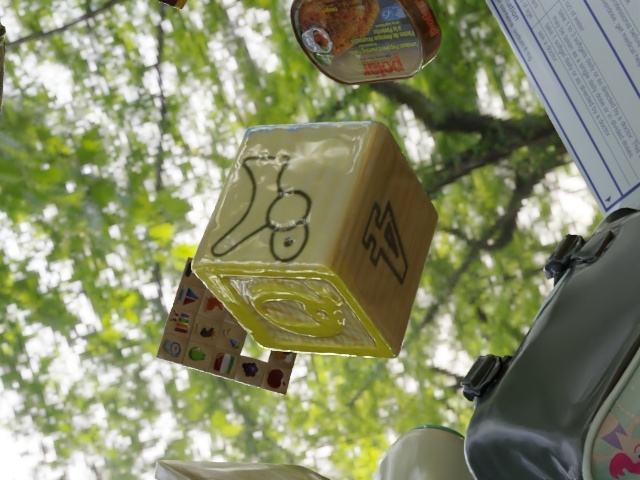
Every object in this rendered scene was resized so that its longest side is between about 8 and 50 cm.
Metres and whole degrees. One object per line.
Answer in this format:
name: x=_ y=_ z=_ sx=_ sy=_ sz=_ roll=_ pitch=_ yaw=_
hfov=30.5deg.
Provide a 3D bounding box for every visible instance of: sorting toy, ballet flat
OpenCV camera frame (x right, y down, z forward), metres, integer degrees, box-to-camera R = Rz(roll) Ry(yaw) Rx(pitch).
sorting toy: x=-0.046 y=0.364 z=1.493 sx=0.255 sy=0.257 sz=0.089 roll=12 pitch=-88 yaw=-42
ballet flat: x=0.066 y=0.226 z=0.746 sx=0.086 sy=0.086 sz=0.248 roll=-85 pitch=-4 yaw=-51

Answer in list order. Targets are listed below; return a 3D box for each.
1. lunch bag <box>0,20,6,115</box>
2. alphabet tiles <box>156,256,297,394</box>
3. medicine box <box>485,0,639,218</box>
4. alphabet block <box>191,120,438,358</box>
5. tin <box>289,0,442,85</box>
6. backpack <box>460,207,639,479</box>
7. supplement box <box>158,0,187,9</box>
lunch bag: x=-0.519 y=-0.184 z=1.338 sx=0.305 sy=0.213 sz=0.256 roll=-36 pitch=-47 yaw=-44
alphabet tiles: x=-0.113 y=0.088 z=1.735 sx=0.009 sy=0.198 sz=0.237 roll=108 pitch=178 yaw=-76
medicine box: x=0.294 y=-0.198 z=0.899 sx=0.149 sy=0.289 sz=0.263 roll=-12 pitch=-112 yaw=-34
alphabet block: x=0.000 y=0.000 z=1.326 sx=0.193 sy=0.192 sz=0.197 roll=52 pitch=-131 yaw=-45
tin: x=0.042 y=-0.203 z=1.126 sx=0.040 sy=0.190 sz=0.106 roll=-37 pitch=-67 yaw=-27
backpack: x=0.231 y=0.117 z=0.614 sx=0.253 sy=0.191 sz=0.225 roll=50 pitch=-120 yaw=-21
supplement box: x=-0.161 y=-0.324 z=1.137 sx=0.081 sy=0.104 sz=0.188 roll=17 pitch=-147 yaw=-31
